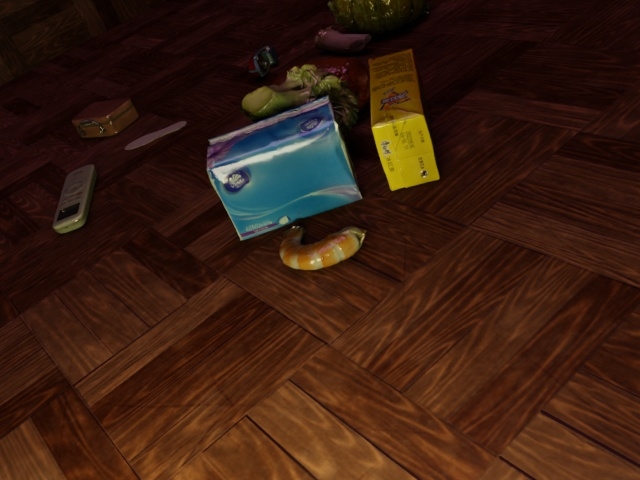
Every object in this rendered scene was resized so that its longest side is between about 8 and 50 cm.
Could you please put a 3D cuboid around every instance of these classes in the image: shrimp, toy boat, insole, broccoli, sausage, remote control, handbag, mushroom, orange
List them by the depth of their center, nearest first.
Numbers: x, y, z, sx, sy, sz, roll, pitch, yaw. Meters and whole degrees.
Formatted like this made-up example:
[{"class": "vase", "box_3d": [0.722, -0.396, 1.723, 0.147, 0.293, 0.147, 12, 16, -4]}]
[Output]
[{"class": "shrimp", "box_3d": [0.000, 0.000, 1.264, 0.161, 0.049, 0.166, -25, 26, -3]}, {"class": "broccoli", "box_3d": [-0.065, -0.294, 1.502, 0.288, 0.245, 0.248, -24, 63, 30]}, {"class": "sausage", "box_3d": [-0.004, -0.367, 1.674, 0.267, 0.153, 0.141, -2, 27, 27]}, {"class": "remote control", "box_3d": [-0.639, -0.112, 1.775, 0.090, 0.038, 0.310, -20, 34, 3]}, {"class": "insole", "box_3d": [-0.485, -0.310, 1.996, 0.197, 0.004, 0.065, -24, 33, -4]}, {"class": "mushroom", "box_3d": [0.071, -0.600, 2.039, 0.084, 0.071, 0.209, -33, 37, -29]}, {"class": "orange", "box_3d": [0.176, -0.762, 2.075, 0.301, 0.223, 0.300, 17, 44, 44]}, {"class": "toy boat", "box_3d": [-0.177, -0.561, 2.119, 0.058, 0.069, 0.173, -14, 29, 25]}, {"class": "handbag", "box_3d": [-0.693, -0.389, 2.165, 0.193, 0.072, 0.151, 4, 42, 31]}]

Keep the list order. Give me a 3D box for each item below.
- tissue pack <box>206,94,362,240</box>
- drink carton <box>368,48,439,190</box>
[{"class": "tissue pack", "box_3d": [-0.071, -0.140, 1.354, 0.263, 0.198, 0.146, -18, 36, 6]}, {"class": "drink carton", "box_3d": [0.170, -0.268, 1.437, 0.111, 0.155, 0.351, -13, 34, 13]}]
